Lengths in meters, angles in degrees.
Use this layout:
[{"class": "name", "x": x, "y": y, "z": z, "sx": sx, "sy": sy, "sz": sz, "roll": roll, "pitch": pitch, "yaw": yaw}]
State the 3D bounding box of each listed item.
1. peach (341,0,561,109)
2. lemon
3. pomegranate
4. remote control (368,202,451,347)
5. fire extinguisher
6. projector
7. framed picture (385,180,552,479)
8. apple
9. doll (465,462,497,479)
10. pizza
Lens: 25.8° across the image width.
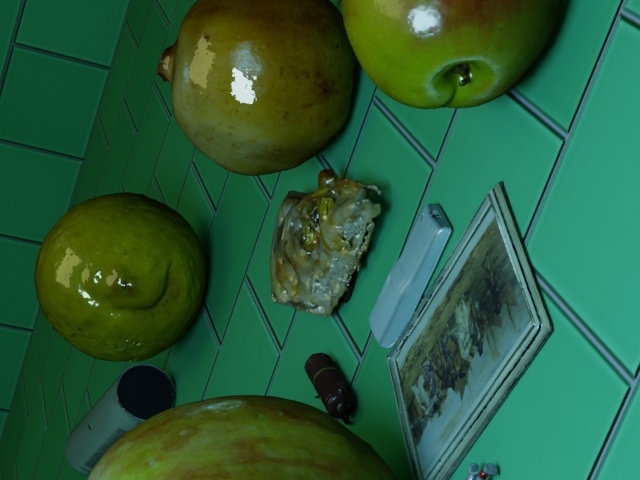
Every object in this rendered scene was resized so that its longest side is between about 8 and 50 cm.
[{"class": "peach", "x": 0.127, "y": -0.242, "z": 1.368, "sx": 0.231, "sy": 0.231, "sz": 0.231, "roll": -167, "pitch": 90, "yaw": -70}, {"class": "lemon", "x": -0.323, "y": 0.061, "z": 2.270, "sx": 0.297, "sy": 0.297, "sz": 0.297, "roll": -167, "pitch": 90, "yaw": -70}, {"class": "pomegranate", "x": -0.084, "y": -0.214, "z": 1.837, "sx": 0.264, "sy": 0.264, "sz": 0.264, "roll": -167, "pitch": 90, "yaw": -70}, {"class": "remote control", "x": 0.095, "y": 0.039, "z": 1.530, "sx": 0.061, "sy": 0.029, "sz": 0.162, "roll": -115, "pitch": 42, "yaw": -56}, {"class": "fire extinguisher", "x": 0.014, "y": 0.178, "z": 1.649, "sx": 0.132, "sy": 0.039, "sz": 0.056, "roll": -125, "pitch": 19, "yaw": -63}, {"class": "projector", "x": -0.354, "y": 0.319, "z": 2.437, "sx": 0.337, "sy": 0.108, "sz": 0.108, "roll": 134, "pitch": 143, "yaw": -55}, {"class": "framed picture", "x": 0.138, "y": 0.105, "z": 1.396, "sx": 0.217, "sy": 0.017, "sz": 0.274, "roll": -103, "pitch": 33, "yaw": -49}, {"class": "apple", "x": -0.068, "y": 0.346, "z": 1.349, "sx": 0.400, "sy": 0.334, "sz": 0.400, "roll": 178, "pitch": 90, "yaw": -78}, {"class": "doll", "x": 0.130, "y": 0.253, "z": 1.299, "sx": 0.114, "sy": 0.039, "sz": 0.057, "roll": -53, "pitch": 57, "yaw": 32}, {"class": "pizza", "x": 0.001, "y": 0.000, "z": 1.745, "sx": 0.297, "sy": 0.071, "sz": 0.189, "roll": 173, "pitch": 109, "yaw": -68}]
